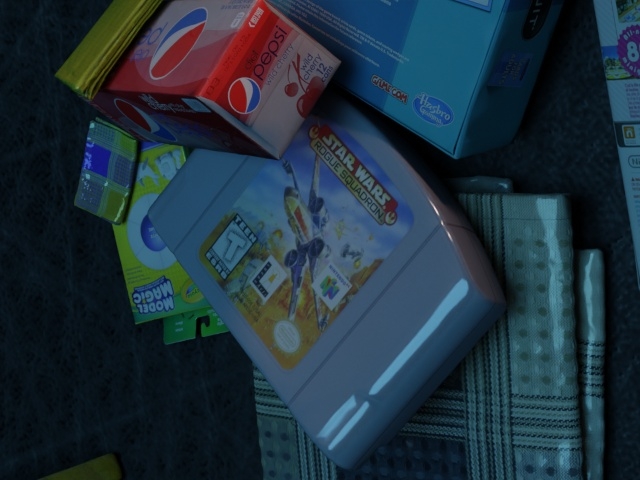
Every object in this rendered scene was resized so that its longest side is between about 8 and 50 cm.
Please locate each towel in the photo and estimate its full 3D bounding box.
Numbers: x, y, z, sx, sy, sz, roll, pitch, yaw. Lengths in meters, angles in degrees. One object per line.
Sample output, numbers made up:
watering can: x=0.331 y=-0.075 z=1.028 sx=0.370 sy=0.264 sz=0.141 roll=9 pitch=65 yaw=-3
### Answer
towel: x=-0.125 y=-0.213 z=1.171 sx=0.237 sy=0.021 sz=0.102 roll=-52 pitch=22 yaw=-2
towel: x=-0.187 y=-0.059 z=1.285 sx=0.060 sy=0.009 sz=0.083 roll=28 pitch=112 yaw=31
towel: x=0.078 y=0.110 z=1.164 sx=0.312 sy=0.056 sz=0.324 roll=2 pitch=100 yaw=37

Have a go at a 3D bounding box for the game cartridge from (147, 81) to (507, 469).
game cartridge: x=0.000 y=0.000 z=1.122 sx=0.198 sy=0.062 sz=0.297 roll=-54 pitch=55 yaw=19

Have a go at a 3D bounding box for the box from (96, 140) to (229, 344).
box: x=-0.129 y=-0.001 z=1.284 sx=0.105 sy=0.043 sz=0.179 roll=-15 pitch=90 yaw=36

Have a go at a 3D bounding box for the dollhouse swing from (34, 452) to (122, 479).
dollhouse swing: x=-0.311 y=0.421 z=1.313 sx=0.315 sy=0.305 sz=0.347 roll=-26 pitch=81 yaw=34

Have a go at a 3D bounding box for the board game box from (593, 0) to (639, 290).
board game box: x=0.284 y=-0.116 z=0.896 sx=0.224 sy=0.097 sz=0.303 roll=3 pitch=110 yaw=48

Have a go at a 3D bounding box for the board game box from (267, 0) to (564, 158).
board game box: x=0.074 y=-0.266 z=1.047 sx=0.254 sy=0.079 sz=0.336 roll=35 pitch=123 yaw=30

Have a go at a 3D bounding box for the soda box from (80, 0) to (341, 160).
soda box: x=-0.097 y=-0.128 z=1.134 sx=0.092 sy=0.083 sz=0.263 roll=-59 pitch=29 yaw=-10
